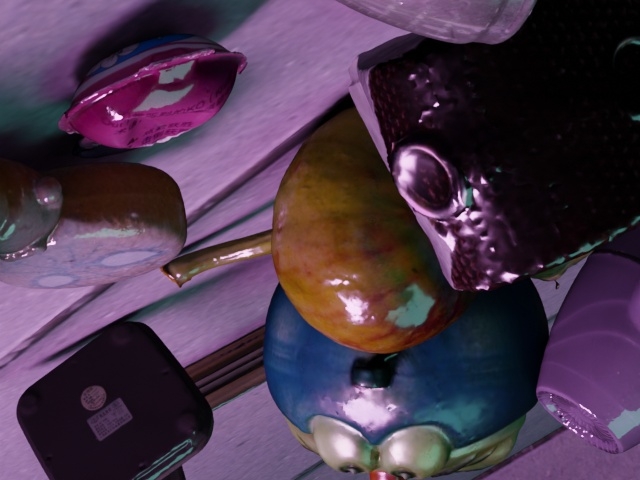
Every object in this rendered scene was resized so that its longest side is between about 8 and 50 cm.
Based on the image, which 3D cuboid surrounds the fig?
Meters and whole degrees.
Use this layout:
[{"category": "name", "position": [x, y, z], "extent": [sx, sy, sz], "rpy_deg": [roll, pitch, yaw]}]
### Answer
[{"category": "fig", "position": [0.000, 0.000, 1.123], "extent": [0.149, 0.149, 0.245], "rpy_deg": [-14, -177, -41]}]

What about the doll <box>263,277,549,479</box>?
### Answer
[{"category": "doll", "position": [0.066, 0.068, 1.334], "extent": [0.198, 0.186, 0.322], "rpy_deg": [2, -172, 9]}]

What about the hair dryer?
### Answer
[{"category": "hair dryer", "position": [0.267, -0.024, 1.147], "extent": [0.301, 0.121, 0.361], "rpy_deg": [-51, 173, -13]}]

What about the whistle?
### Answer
[{"category": "whistle", "position": [-0.141, -0.015, 0.914], "extent": [0.107, 0.057, 0.220], "rpy_deg": [-16, 166, 25]}]

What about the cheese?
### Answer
[{"category": "cheese", "position": [-0.083, -0.064, 0.877], "extent": [0.095, 0.038, 0.145], "rpy_deg": [-17, 173, -22]}]

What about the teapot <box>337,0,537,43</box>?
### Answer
[{"category": "teapot", "position": [0.033, -0.129, 0.692], "extent": [0.108, 0.111, 0.149], "rpy_deg": [3, -170, -15]}]

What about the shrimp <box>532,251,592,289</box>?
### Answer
[{"category": "shrimp", "position": [0.247, -0.066, 1.406], "extent": [0.247, 0.085, 0.360], "rpy_deg": [-34, 169, -15]}]

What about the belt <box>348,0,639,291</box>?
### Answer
[{"category": "belt", "position": [0.136, -0.096, 0.918], "extent": [0.289, 0.164, 0.184], "rpy_deg": [-32, -171, -37]}]

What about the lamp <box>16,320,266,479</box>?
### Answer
[{"category": "lamp", "position": [-0.092, 0.121, 1.364], "extent": [0.203, 0.124, 0.283], "rpy_deg": [-37, 169, -1]}]
